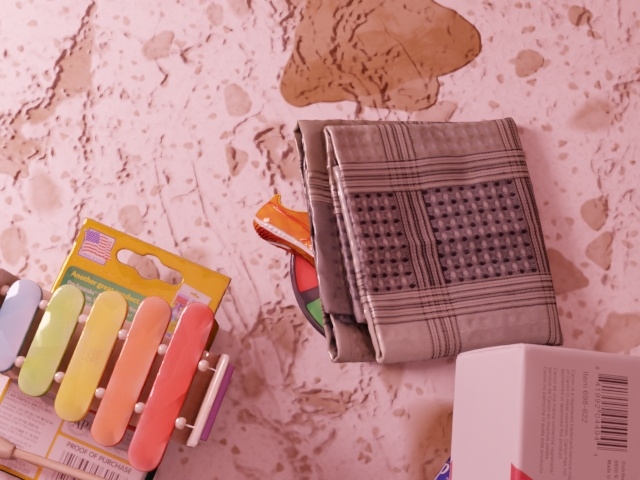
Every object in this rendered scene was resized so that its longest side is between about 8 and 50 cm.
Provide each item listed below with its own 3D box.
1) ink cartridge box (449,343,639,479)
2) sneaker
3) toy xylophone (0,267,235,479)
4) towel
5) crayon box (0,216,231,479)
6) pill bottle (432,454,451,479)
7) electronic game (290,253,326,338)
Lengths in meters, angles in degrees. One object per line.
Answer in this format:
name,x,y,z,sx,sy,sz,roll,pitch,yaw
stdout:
ink cartridge box,0.350,0.279,1.705,0.384,0.160,0.279,9,78,-22
sneaker,0.000,0.000,1.841,0.175,0.064,0.067,34,72,10
toy xylophone,-0.267,0.168,1.752,0.322,0.081,0.236,12,79,3
towel,0.134,-0.007,1.825,0.324,0.056,0.312,-4,76,-24
crayon box,-0.260,0.161,1.838,0.203,0.083,0.323,23,80,5
pill bottle,0.200,0.292,1.793,0.112,0.112,0.187,36,80,7
electronic game,0.076,0.032,1.879,0.229,0.048,0.229,0,79,0
